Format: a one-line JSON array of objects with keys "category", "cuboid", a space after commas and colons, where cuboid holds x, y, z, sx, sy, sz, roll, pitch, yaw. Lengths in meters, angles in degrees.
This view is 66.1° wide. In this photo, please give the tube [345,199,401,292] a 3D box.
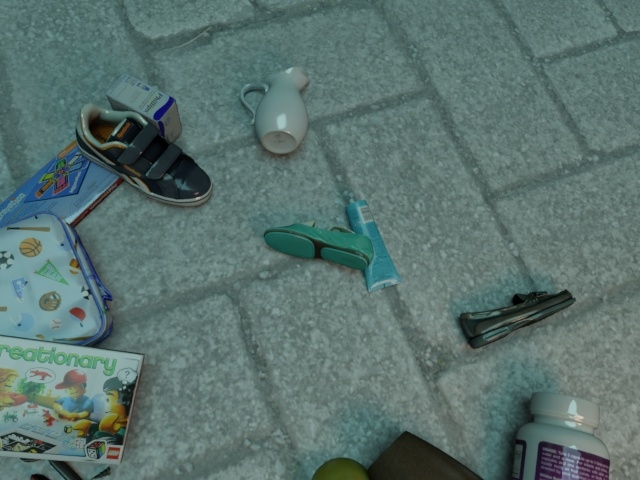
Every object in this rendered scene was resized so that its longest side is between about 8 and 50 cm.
[{"category": "tube", "cuboid": [0.115, 0.010, 1.129, 0.080, 0.052, 0.207, -18, 79, -2]}]

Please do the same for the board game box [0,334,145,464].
[{"category": "board game box", "cuboid": [-0.486, 0.275, 0.862, 0.305, 0.053, 0.192, 11, 77, -15]}]

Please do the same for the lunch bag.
[{"category": "lunch bag", "cuboid": [-0.554, 0.105, 0.966, 0.243, 0.115, 0.303, -24, 83, -20]}]

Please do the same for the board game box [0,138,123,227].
[{"category": "board game box", "cuboid": [-0.591, -0.084, 1.083, 0.145, 0.027, 0.281, 38, 71, 5]}]

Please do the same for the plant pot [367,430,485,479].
[{"category": "plant pot", "cuboid": [0.203, 0.481, 0.910, 0.215, 0.215, 0.230, -39, 65, -17]}]

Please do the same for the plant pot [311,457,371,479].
[{"category": "plant pot", "cuboid": [0.048, 0.487, 0.929, 0.134, 0.095, 0.134, 2, 70, -6]}]

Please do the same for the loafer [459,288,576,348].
[{"category": "loafer", "cuboid": [0.439, 0.154, 1.096, 0.268, 0.096, 0.084, -21, 69, -11]}]

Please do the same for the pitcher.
[{"category": "pitcher", "cuboid": [-0.116, -0.311, 1.181, 0.178, 0.125, 0.207, -6, 60, 13]}]

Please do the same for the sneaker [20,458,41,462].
[{"category": "sneaker", "cuboid": [-0.485, 0.344, 0.923, 0.178, 0.077, 0.072, -36, 78, -16]}]

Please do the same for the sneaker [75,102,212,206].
[{"category": "sneaker", "cuboid": [-0.388, -0.186, 1.077, 0.321, 0.127, 0.126, 24, 57, -4]}]

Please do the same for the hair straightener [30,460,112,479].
[{"category": "hair straightener", "cuboid": [-0.412, 0.467, 0.905, 0.230, 0.047, 0.089, 35, 71, 5]}]

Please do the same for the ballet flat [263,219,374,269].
[{"category": "ballet flat", "cuboid": [0.000, 0.000, 1.098, 0.247, 0.083, 0.087, 13, 49, 10]}]

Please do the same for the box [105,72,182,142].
[{"category": "box", "cuboid": [-0.400, -0.292, 1.126, 0.137, 0.126, 0.072, 29, 69, 3]}]

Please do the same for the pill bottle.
[{"category": "pill bottle", "cuboid": [0.461, 0.459, 0.950, 0.169, 0.169, 0.301, 16, 71, -1]}]
